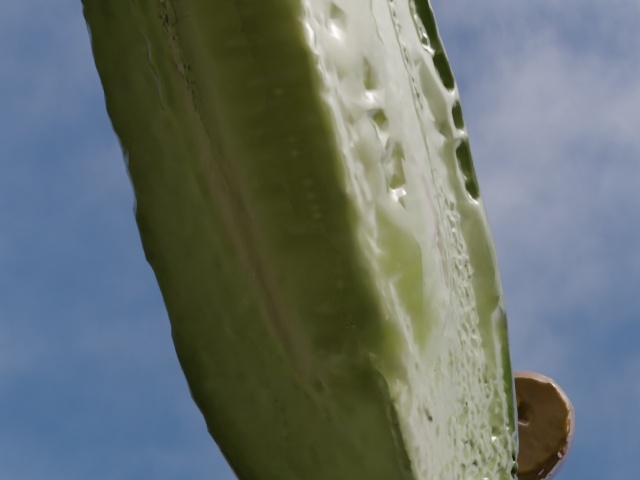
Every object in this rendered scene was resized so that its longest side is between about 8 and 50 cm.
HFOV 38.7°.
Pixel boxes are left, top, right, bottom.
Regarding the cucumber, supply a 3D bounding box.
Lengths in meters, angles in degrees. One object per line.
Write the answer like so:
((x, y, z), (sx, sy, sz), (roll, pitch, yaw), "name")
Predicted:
((0.000, 0.000, 0.384), (0.105, 0.145, 0.325), (-15, -86, 37), "cucumber")

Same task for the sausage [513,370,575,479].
((0.177, 0.203, 0.889), (0.112, 0.328, 0.112), (-2, -110, 5), "sausage")
